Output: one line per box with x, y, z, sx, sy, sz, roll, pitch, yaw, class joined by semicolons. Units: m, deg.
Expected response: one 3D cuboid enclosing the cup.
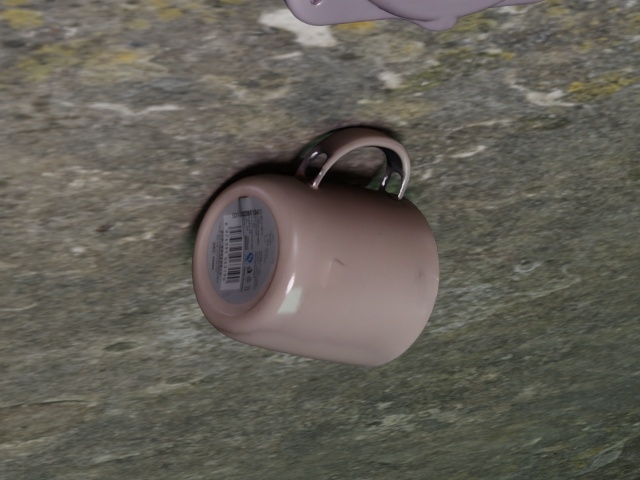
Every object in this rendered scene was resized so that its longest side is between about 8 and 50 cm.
0.000;0.000;1.437;0.200;0.191;0.253;12;106;-43;cup

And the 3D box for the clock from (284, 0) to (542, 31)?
0.117;-0.308;1.052;0.295;0.113;0.322;-10;147;-24;clock
